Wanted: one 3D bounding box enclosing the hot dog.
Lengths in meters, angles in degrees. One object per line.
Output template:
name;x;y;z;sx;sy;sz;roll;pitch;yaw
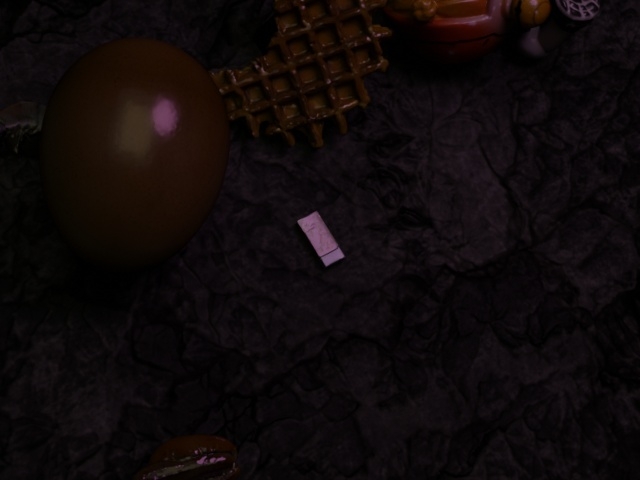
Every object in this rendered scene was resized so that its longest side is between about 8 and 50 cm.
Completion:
hot dog;-0.175;0.298;1.330;0.140;0.060;0.089;-2;66;-9

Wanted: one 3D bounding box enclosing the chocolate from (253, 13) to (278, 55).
chocolate;-0.024;-0.310;1.575;0.149;0.080;0.125;0;70;-14

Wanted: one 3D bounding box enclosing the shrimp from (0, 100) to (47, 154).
shrimp;-0.436;-0.110;1.439;0.195;0.035;0.148;-41;85;-23

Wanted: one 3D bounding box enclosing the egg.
egg;-0.249;-0.113;1.361;0.250;0.250;0.322;9;73;-9

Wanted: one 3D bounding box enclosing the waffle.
waffle;-0.030;-0.283;1.506;0.260;0.069;0.292;19;103;-7

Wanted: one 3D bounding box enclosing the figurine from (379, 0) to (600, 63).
figurine;0.238;-0.374;1.593;0.323;0.196;0.320;1;27;-20

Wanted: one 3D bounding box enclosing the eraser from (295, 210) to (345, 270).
eraser;0.000;0.000;1.498;0.038;0.019;0.083;-27;78;-21
